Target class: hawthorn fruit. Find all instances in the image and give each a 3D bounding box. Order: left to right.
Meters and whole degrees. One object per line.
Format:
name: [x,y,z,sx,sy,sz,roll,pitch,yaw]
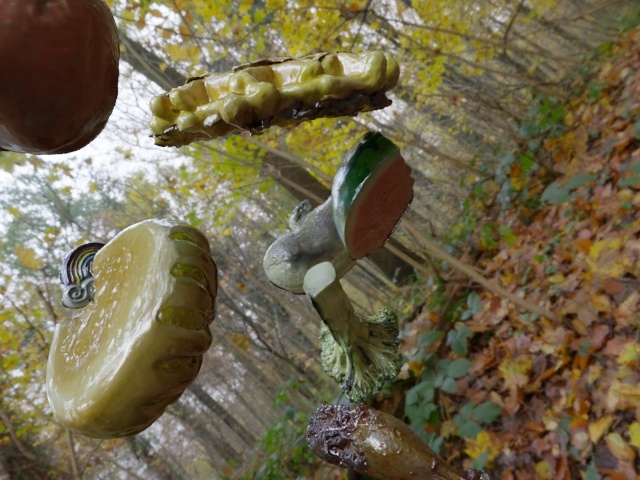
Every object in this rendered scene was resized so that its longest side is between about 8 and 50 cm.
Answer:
hawthorn fruit: [-0.207,-0.143,0.364,0.189,0.149,0.149,-43,-15,-18]

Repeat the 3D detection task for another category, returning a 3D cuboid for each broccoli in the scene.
broccoli: [0.057,0.191,1.158,0.252,0.221,0.362,-63,-42,-61]

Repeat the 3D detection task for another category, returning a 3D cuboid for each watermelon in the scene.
watermelon: [0.059,-0.088,0.823,0.128,0.146,0.231,4,-53,-40]

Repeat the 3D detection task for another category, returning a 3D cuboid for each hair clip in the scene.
hair clip: [-0.410,0.054,0.902,0.172,0.116,0.049,-20,-25,-47]

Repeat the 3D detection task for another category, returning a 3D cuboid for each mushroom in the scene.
mushroom: [0.000,0.000,1.347,0.344,0.248,0.130,-31,-3,-20]

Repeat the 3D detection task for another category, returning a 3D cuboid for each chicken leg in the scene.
chicken leg: [0.096,0.328,0.734,0.322,0.177,0.083,-21,29,51]

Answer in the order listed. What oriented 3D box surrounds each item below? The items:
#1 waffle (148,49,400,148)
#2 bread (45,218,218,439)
waffle: [-0.081,-0.209,0.751,0.379,0.095,0.382,-15,11,-11]
bread: [-0.266,0.128,0.729,0.160,0.333,0.333,36,-89,-41]
